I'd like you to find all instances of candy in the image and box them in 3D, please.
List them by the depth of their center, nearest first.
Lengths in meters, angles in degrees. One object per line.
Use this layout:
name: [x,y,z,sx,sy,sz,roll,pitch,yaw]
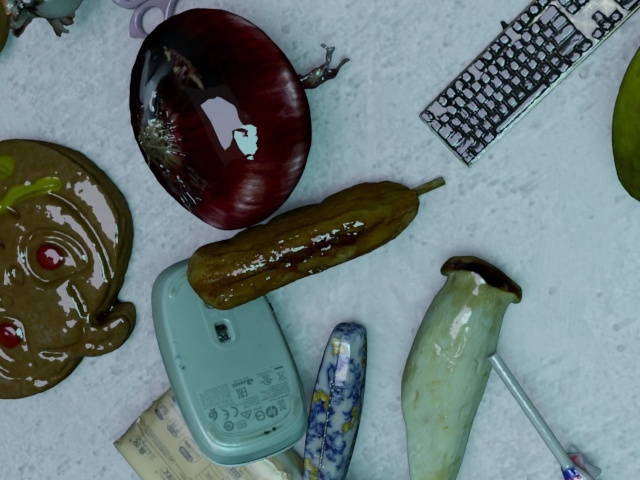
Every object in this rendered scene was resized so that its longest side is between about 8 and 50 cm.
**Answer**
candy: [0.304,0.289,1.134,0.124,0.124,0.365,-36,87,19]

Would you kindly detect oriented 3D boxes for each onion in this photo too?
onion: [-0.103,-0.158,1.195,0.273,0.285,0.273,33,137,39]

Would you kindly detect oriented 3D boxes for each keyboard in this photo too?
keyboard: [0.255,-0.229,1.139,0.106,0.027,0.317,47,109,7]

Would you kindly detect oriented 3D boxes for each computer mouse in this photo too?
computer mouse: [-0.124,0.151,1.245,0.159,0.097,0.288,-16,72,-20]

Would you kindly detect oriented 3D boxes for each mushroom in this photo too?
mushroom: [0.155,0.179,1.196,0.107,0.087,0.333,20,105,14]

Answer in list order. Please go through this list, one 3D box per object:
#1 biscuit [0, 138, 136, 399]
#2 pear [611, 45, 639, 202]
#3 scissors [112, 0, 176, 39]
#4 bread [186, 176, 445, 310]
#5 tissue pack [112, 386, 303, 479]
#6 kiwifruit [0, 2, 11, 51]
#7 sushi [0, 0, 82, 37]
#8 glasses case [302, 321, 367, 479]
biscuit: [-0.424,0.054,1.382,0.350,0.070,0.394,27,104,14]
pear: [0.447,-0.149,0.966,0.269,0.269,0.321,44,121,9]
scissors: [-0.185,-0.348,1.273,0.212,0.021,0.110,-27,87,24]
bread: [0.000,-0.002,1.190,0.344,0.124,0.084,-22,114,-2]
tissue pack: [-0.149,0.299,1.310,0.222,0.090,0.186,47,106,6]
kiwifruit: [-0.477,-0.315,1.353,0.075,0.075,0.125,10,97,17]
sushi: [-0.328,-0.423,1.223,0.130,0.124,0.332,38,113,23]
glasses case: [0.019,0.228,1.246,0.065,0.087,0.248,11,103,13]
